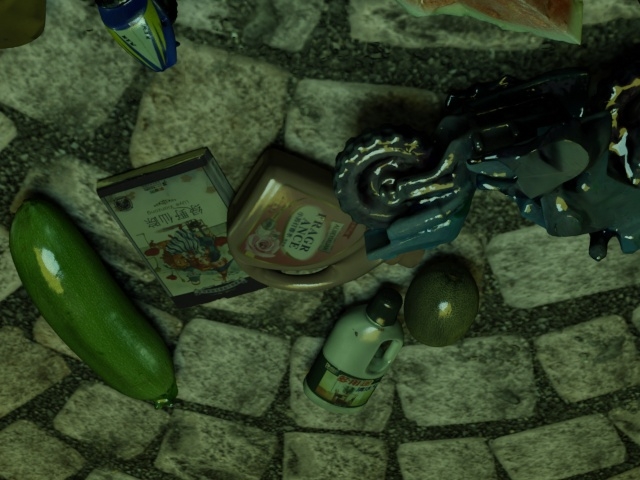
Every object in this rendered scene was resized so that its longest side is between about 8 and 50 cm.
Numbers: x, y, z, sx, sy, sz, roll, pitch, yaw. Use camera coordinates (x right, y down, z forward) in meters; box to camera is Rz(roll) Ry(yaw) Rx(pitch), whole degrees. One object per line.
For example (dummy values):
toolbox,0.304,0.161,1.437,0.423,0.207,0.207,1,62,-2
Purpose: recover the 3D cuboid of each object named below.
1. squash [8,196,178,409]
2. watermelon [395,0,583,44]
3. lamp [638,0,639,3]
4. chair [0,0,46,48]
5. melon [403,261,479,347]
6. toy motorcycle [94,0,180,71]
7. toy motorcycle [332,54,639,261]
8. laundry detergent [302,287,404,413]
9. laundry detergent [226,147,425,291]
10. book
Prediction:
squash,-0.300,0.105,1.368,0.107,0.107,0.395,-15,131,17
watermelon,0.132,-0.294,0.936,0.256,0.176,0.260,-27,142,26
lamp,0.397,-0.274,0.865,0.303,0.257,0.303,22,171,4
chair,-0.369,-0.296,0.976,0.159,0.172,0.247,-12,174,14
melon,0.156,0.085,1.324,0.098,0.098,0.130,11,141,-6
toy motorcycle,-0.224,-0.301,0.946,0.113,0.169,0.315,-21,127,19
toy motorcycle,0.230,-0.061,1.135,0.416,0.172,0.232,-15,124,5
laundry detergent,0.056,0.149,1.410,0.099,0.070,0.225,22,130,-5
laundry detergent,0.000,0.000,1.265,0.237,0.076,0.171,25,120,-22
book,-0.166,-0.007,1.310,0.157,0.026,0.231,-15,129,17
